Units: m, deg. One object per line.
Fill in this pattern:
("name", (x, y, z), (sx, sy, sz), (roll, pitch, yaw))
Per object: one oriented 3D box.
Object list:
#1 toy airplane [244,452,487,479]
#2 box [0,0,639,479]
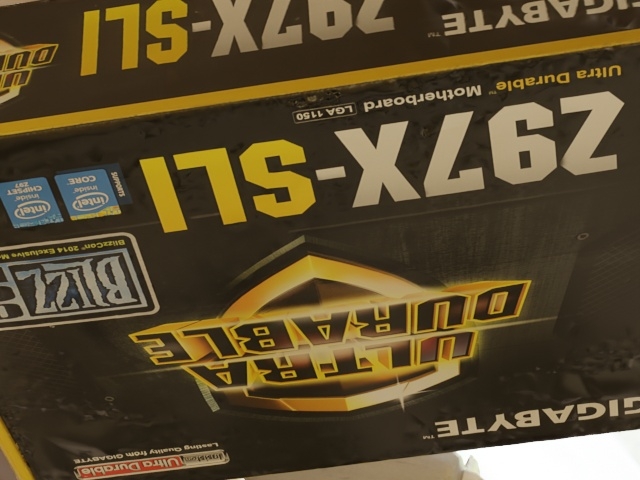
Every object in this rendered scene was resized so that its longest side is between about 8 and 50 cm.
("toy airplane", (-0.021, 0.290, 1.025), (0.384, 0.386, 0.272), (-26, 179, -19))
("box", (0.000, 0.000, 0.746), (0.322, 0.079, 0.257), (-8, 139, 5))
